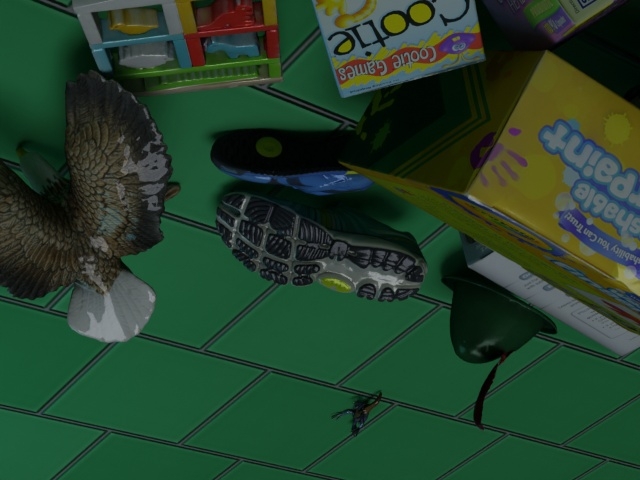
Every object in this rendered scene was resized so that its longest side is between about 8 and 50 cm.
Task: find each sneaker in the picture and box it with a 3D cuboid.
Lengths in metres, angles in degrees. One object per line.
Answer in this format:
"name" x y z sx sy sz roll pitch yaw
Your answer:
"sneaker" -0.030 -0.082 1.723 0.209 0.069 0.082 1 147 -15
"sneaker" 0.000 0.000 1.816 0.275 0.110 0.107 18 121 -9

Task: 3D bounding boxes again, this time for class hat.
"hat" 0.206 0.161 1.962 0.173 0.183 0.208 21 170 26

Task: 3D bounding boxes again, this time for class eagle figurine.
"eagle figurine" -0.282 -0.036 1.606 0.225 0.226 0.298 18 164 7

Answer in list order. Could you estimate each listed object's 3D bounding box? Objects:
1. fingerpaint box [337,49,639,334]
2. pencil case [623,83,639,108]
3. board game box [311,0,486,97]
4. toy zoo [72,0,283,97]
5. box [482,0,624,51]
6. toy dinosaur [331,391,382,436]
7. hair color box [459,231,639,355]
"fingerpaint box" 0.291 -0.032 1.522 0.445 0.371 0.163 29 89 -19
"pencil case" 0.458 -0.231 1.558 0.184 0.160 0.410 -17 150 -24
"board game box" 0.048 -0.277 1.264 0.142 0.144 0.275 -14 146 5
"toy zoo" -0.138 -0.214 1.452 0.192 0.030 0.293 -6 165 -2
"box" 0.278 -0.287 1.329 0.243 0.117 0.213 -32 179 -4
"toy dinosaur" 0.066 0.281 2.281 0.090 0.047 0.082 -23 163 0
"hair color box" 0.364 0.015 1.920 0.185 0.113 0.374 -33 140 28
